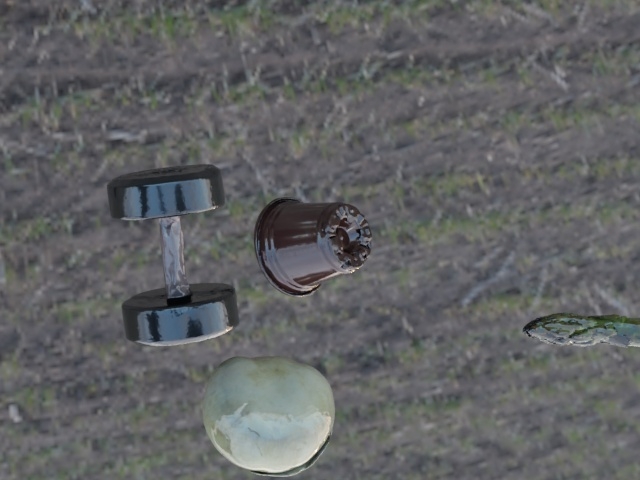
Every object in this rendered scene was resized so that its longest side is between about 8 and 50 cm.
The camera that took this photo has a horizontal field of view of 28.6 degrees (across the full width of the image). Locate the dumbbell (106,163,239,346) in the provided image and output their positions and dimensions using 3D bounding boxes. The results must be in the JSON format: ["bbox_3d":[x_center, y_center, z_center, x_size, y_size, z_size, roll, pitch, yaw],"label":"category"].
[{"bbox_3d":[-0.191,0.017,1.629,0.153,0.218,0.152,-6,-173,1],"label":"dumbbell"}]

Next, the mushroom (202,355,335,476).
[{"bbox_3d":[-0.060,0.197,1.437,0.154,0.154,0.122,-6,148,-13],"label":"mushroom"}]

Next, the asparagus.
[{"bbox_3d":[0.268,0.086,1.177,0.165,0.030,0.036,2,137,-8],"label":"asparagus"}]

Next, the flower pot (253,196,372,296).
[{"bbox_3d":[0.000,0.000,1.303,0.089,0.111,0.111,-13,155,42],"label":"flower pot"}]
